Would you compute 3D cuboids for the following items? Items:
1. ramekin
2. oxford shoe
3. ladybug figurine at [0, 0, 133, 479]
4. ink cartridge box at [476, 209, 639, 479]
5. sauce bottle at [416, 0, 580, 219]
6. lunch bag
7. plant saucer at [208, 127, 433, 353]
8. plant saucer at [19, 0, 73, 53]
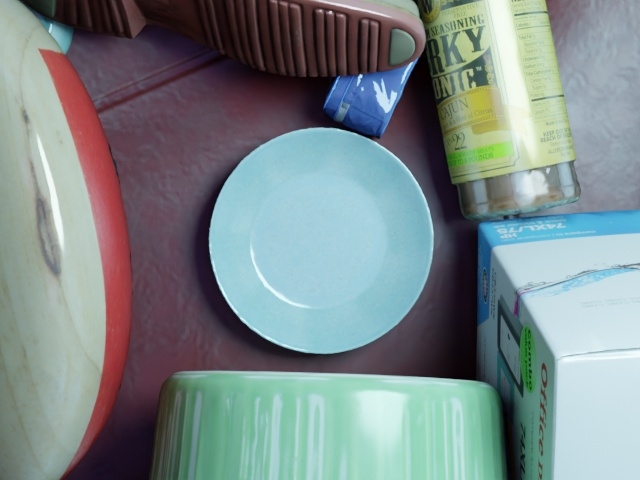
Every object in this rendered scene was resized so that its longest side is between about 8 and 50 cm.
[{"bbox_3d":[0.007,0.182,1.177,0.303,0.303,0.148,3,83,-5],"label":"ramekin"},{"bbox_3d":[-0.076,-0.229,1.227,0.348,0.123,0.130,14,64,4],"label":"oxford shoe"},{"bbox_3d":[-0.265,-0.001,1.177,0.162,0.305,0.449,-12,94,-49],"label":"ladybug figurine"},{"bbox_3d":[0.245,0.114,1.182,0.197,0.270,0.198,-4,111,-5],"label":"ink cartridge box"},{"bbox_3d":[0.138,-0.191,1.275,0.111,0.111,0.344,-12,90,-5],"label":"sauce bottle"},{"bbox_3d":[0.042,-0.143,1.284,0.065,0.067,0.098,25,87,-1],"label":"lunch bag"},{"bbox_3d":[0.000,0.000,1.298,0.195,0.037,0.195,0,91,-5],"label":"plant saucer"},{"bbox_3d":[-0.272,-0.190,1.277,0.119,0.021,0.119,0,91,-6],"label":"plant saucer"}]
